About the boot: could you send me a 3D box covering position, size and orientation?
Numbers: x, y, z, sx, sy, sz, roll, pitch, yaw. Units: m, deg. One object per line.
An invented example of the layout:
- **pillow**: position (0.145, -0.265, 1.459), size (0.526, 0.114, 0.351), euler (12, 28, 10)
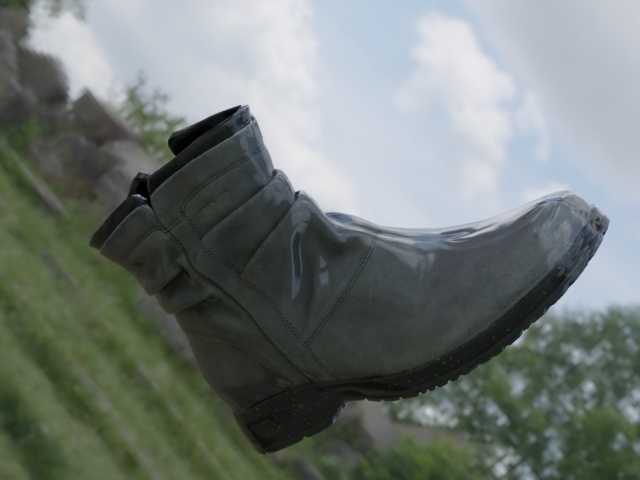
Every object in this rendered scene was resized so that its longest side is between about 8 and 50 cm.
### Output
- **boot**: position (0.000, 0.000, 0.752), size (0.246, 0.083, 0.161), euler (-29, -77, 36)
